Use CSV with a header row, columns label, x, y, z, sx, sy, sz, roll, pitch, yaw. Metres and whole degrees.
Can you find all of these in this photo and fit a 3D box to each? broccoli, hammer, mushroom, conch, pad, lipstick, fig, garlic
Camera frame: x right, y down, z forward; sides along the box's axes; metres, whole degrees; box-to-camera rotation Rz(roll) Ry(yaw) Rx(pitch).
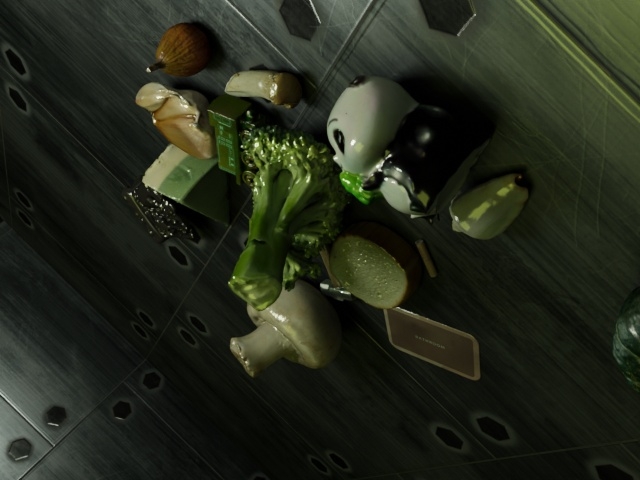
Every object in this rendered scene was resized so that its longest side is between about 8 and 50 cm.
label,x,y,z,sx,sy,sz,roll,pitch,yaw
broccoli,-0.082,-0.065,1.237,0.275,0.397,0.353,-19,90,25
hammer,0.000,0.000,1.515,0.111,0.043,0.365,8,130,43
mushroom,-0.097,0.259,1.657,0.297,0.290,0.297,38,159,18
conch,0.307,-0.063,1.100,0.176,0.094,0.104,-43,78,30
pad,0.279,0.257,1.525,0.266,0.002,0.176,18,138,34
lipstick,0.233,0.040,1.322,0.019,0.019,0.094,1,127,46
fig,-0.298,-0.400,1.307,0.119,0.153,0.119,4,134,4
garlic,-0.318,-0.294,1.471,0.228,0.110,0.217,22,152,41
mushroom,-0.126,-0.323,1.270,0.209,0.084,0.071,19,96,42

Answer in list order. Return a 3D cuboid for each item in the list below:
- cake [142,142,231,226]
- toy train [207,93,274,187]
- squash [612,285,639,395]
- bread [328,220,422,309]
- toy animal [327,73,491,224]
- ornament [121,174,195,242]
label,x,y,z,sx,sy,sz,roll,pitch,yaw
cake,-0.360,-0.113,1.652,0.158,0.172,0.283,31,147,22
toy train,-0.181,-0.223,1.399,0.137,0.090,0.225,24,142,16
squash,0.595,0.167,0.943,0.252,0.165,0.252,29,142,26
bread,0.126,0.059,1.411,0.236,0.070,0.236,27,142,24
toy animal,0.129,-0.156,1.048,0.267,0.212,0.212,29,144,16
ornament,-0.461,-0.089,1.810,0.260,0.106,0.251,11,139,49
